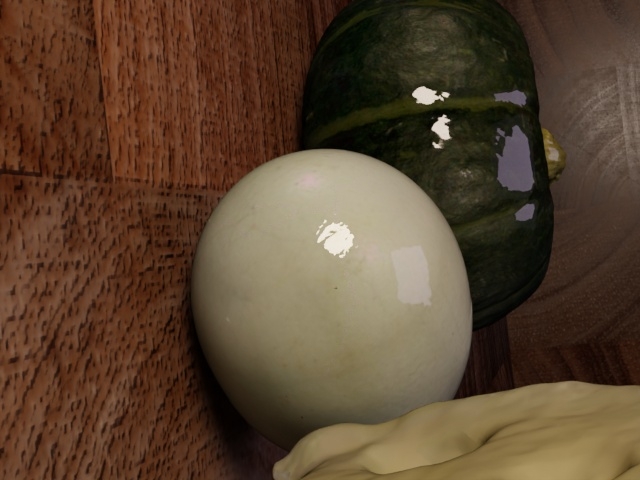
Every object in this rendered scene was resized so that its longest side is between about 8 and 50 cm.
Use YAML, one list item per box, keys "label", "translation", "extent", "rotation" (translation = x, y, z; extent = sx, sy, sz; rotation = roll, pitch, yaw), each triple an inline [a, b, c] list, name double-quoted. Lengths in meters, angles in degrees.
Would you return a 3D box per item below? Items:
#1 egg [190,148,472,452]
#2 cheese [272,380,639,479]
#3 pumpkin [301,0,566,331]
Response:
- label: "egg"
  translation: [0.009, 0.043, 0.623]
  extent: [0.209, 0.151, 0.151]
  rotation: [74, 16, -48]
- label: "cheese"
  translation: [0.025, 0.144, 0.404]
  extent: [0.318, 0.327, 0.115]
  rotation: [-11, -88, 66]
- label: "pumpkin"
  translation: [0.097, -0.065, 0.921]
  extent: [0.300, 0.207, 0.300]
  rotation: [-4, 90, -82]
